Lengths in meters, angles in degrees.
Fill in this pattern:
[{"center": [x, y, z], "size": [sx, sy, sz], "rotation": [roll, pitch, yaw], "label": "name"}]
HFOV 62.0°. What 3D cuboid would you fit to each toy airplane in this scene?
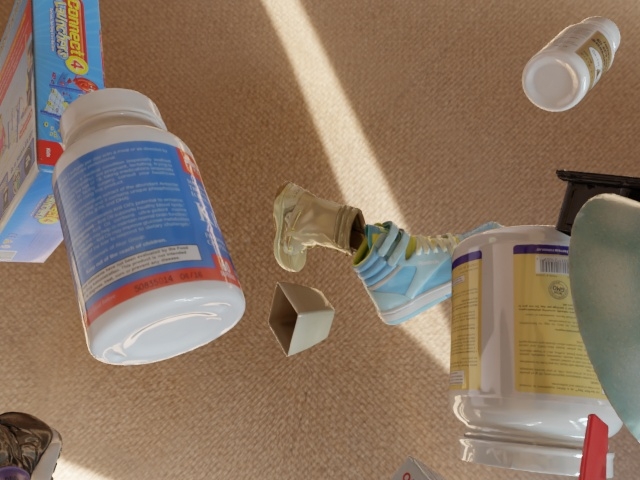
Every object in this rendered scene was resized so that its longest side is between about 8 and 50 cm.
[{"center": [0.143, 0.172, 0.272], "size": [0.028, 0.151, 0.151], "rotation": [6, 75, 36], "label": "toy airplane"}]

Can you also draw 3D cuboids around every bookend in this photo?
[{"center": [0.365, 0.001, 0.666], "size": [0.157, 0.072, 0.156], "rotation": [17, 92, 46], "label": "bookend"}]

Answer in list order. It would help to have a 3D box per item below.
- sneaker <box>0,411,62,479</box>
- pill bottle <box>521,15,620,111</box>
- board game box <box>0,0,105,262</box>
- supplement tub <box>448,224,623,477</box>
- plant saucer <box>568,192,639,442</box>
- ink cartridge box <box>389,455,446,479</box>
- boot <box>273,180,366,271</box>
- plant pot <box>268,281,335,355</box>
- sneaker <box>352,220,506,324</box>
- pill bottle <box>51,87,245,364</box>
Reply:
[{"center": [-0.349, 0.218, 0.558], "size": [0.107, 0.283, 0.124], "rotation": [-32, 108, -23], "label": "sneaker"}, {"center": [0.535, -0.379, 1.121], "size": [0.131, 0.131, 0.229], "rotation": [44, 60, 7], "label": "pill bottle"}, {"center": [-0.402, -0.159, 0.756], "size": [0.086, 0.308, 0.301], "rotation": [5, 66, -41], "label": "board game box"}, {"center": [0.317, 0.165, 0.805], "size": [0.241, 0.241, 0.331], "rotation": [6, 73, -1], "label": "supplement tub"}, {"center": [0.243, 0.052, 0.358], "size": [0.195, 0.037, 0.194], "rotation": [13, 65, -31], "label": "plant saucer"}, {"center": [0.109, 0.407, 0.665], "size": [0.087, 0.153, 0.208], "rotation": [39, 89, -24], "label": "ink cartridge box"}, {"center": [0.000, 0.000, 1.213], "size": [0.204, 0.261, 0.095], "rotation": [20, 46, 19], "label": "boot"}, {"center": [-0.035, 0.152, 1.077], "size": [0.096, 0.108, 0.109], "rotation": [-3, 33, -30], "label": "plant pot"}, {"center": [0.208, 0.014, 1.078], "size": [0.319, 0.127, 0.208], "rotation": [-35, 105, 8], "label": "sneaker"}, {"center": [-0.154, -0.019, 0.455], "size": [0.124, 0.124, 0.221], "rotation": [-21, 67, -6], "label": "pill bottle"}]
